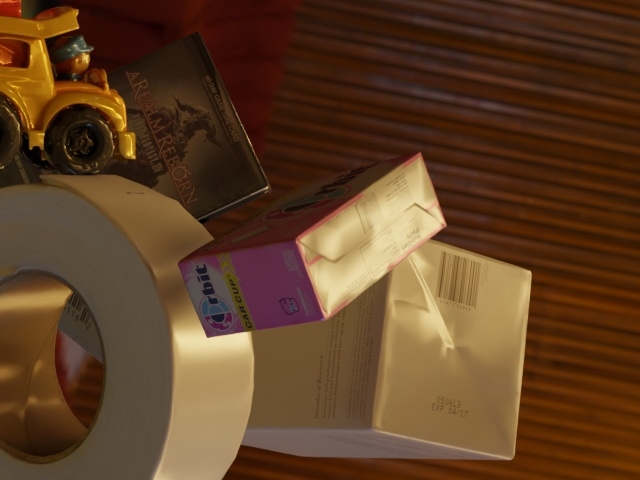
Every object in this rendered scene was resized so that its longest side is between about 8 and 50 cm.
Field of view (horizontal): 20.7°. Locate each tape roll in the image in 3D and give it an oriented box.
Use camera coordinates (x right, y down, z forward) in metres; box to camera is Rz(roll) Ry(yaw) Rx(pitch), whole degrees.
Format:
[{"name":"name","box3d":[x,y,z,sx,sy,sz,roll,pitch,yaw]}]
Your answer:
[{"name":"tape roll","box3d":[-0.191,0.093,1.365,0.100,0.286,0.286,-2,106,-54]}]

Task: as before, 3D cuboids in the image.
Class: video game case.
[{"name":"video game case","box3d":[-0.213,-0.079,1.839,0.026,0.274,0.196,60,4,-72]}]

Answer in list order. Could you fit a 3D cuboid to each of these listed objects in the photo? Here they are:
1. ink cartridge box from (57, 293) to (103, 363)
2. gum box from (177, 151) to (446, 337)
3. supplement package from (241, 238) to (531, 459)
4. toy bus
[{"name":"ink cartridge box","box3d":[-0.114,0.096,2.019,0.385,0.308,0.091,0,118,-53]},{"name":"gum box","box3d":[0.000,0.000,1.259,0.188,0.107,0.062,-35,109,-51]},{"name":"supplement package","box3d":[0.021,0.101,1.591,0.293,0.177,0.175,-7,-108,48]},{"name":"toy bus","box3d":[-0.286,-0.166,1.637,0.149,0.220,0.212,-170,-98,-66]}]
